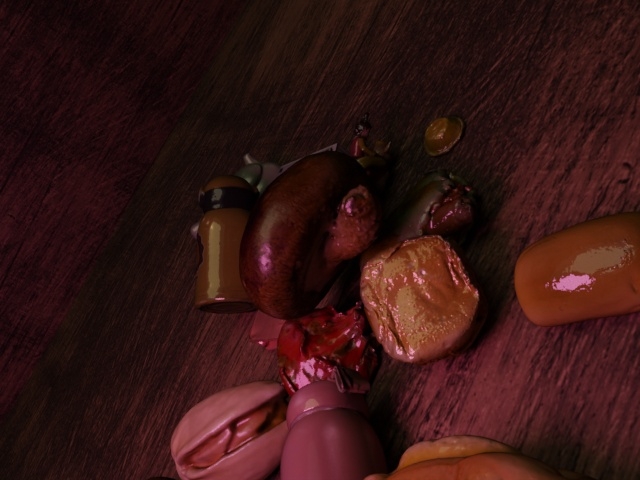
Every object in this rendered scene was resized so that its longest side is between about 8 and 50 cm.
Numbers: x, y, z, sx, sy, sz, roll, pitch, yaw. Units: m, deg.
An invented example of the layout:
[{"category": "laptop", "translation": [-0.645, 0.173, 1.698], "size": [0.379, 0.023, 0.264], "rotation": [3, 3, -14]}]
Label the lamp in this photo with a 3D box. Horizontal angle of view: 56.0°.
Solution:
[{"category": "lamp", "translation": [0.104, -0.164, 1.371], "size": [0.118, 0.118, 0.253], "rotation": [-13, 51, 49]}]

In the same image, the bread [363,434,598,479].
[{"category": "bread", "translation": [0.178, 0.367, 0.693], "size": [0.316, 0.211, 0.270], "rotation": [-17, 24, 38]}]

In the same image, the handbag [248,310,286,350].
[{"category": "handbag", "translation": [-0.078, 0.142, 1.391], "size": [0.157, 0.059, 0.212], "rotation": [-18, 47, 46]}]

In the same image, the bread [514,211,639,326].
[{"category": "bread", "translation": [0.368, 0.036, 0.836], "size": [0.217, 0.098, 0.147], "rotation": [-25, 40, 40]}]

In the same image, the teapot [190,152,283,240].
[{"category": "teapot", "translation": [-0.219, -0.095, 1.718], "size": [0.318, 0.149, 0.220], "rotation": [-56, 30, -1]}]

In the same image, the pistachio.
[{"category": "pistachio", "translation": [-0.162, 0.386, 1.176], "size": [0.318, 0.214, 0.193], "rotation": [-34, 80, 18]}]

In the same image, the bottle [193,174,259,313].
[{"category": "bottle", "translation": [-0.234, 0.003, 1.536], "size": [0.172, 0.172, 0.351], "rotation": [-22, 63, 43]}]

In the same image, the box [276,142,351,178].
[{"category": "box", "translation": [-0.025, -0.093, 1.476], "size": [0.225, 0.117, 0.225], "rotation": [-15, 51, 48]}]

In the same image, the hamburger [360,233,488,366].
[{"category": "hamburger", "translation": [0.164, 0.099, 0.980], "size": [0.214, 0.108, 0.213], "rotation": [-4, 78, 21]}]

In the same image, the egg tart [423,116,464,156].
[{"category": "egg tart", "translation": [0.258, -0.229, 1.286], "size": [0.105, 0.039, 0.105], "rotation": [-36, 35, 30]}]

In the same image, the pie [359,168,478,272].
[{"category": "pie", "translation": [0.181, -0.025, 1.164], "size": [0.274, 0.105, 0.257], "rotation": [-45, 19, 16]}]

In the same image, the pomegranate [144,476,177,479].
[{"category": "pomegranate", "translation": [-0.362, 0.607, 1.261], "size": [0.179, 0.179, 0.210], "rotation": [-18, 60, 46]}]

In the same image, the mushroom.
[{"category": "mushroom", "translation": [-0.020, -0.012, 1.154], "size": [0.345, 0.345, 0.239], "rotation": [-45, 65, 19]}]

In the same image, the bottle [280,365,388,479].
[{"category": "bottle", "translation": [0.029, 0.355, 0.931], "size": [0.296, 0.173, 0.206], "rotation": [-95, 23, -49]}]

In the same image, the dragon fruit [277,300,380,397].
[{"category": "dragon fruit", "translation": [0.023, 0.189, 1.139], "size": [0.211, 0.134, 0.262], "rotation": [-40, 35, 20]}]
